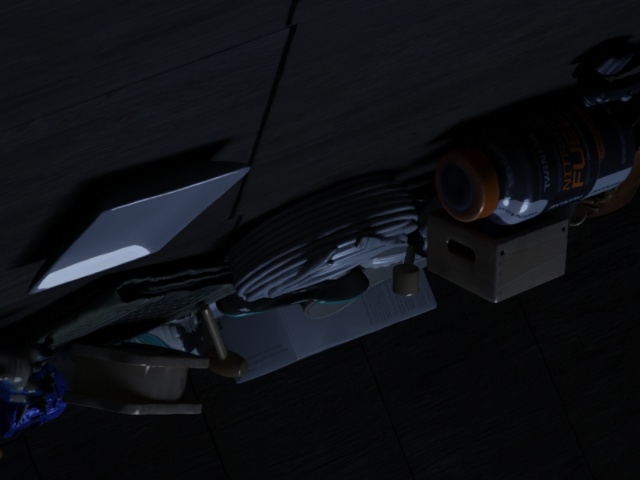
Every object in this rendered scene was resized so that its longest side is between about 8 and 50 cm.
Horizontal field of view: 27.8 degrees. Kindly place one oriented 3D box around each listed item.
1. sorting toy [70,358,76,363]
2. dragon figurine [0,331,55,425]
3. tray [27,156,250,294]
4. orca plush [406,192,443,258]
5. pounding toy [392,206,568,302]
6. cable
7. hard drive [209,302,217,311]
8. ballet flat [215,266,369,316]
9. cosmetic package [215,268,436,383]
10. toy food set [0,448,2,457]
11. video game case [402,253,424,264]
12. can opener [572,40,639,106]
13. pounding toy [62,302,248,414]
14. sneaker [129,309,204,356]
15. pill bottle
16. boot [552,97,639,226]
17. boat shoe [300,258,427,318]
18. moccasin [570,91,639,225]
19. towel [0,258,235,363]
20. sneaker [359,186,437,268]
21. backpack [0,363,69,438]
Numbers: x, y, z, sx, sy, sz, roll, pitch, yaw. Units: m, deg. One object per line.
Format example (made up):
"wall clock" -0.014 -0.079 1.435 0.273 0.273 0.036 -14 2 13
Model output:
"sorting toy" -0.292 0.189 2.062 0.046 0.132 0.274 -48 170 13
"dragon figurine" -0.393 0.159 1.520 0.144 0.085 0.289 2 164 -18
"tray" -0.175 -0.016 1.173 0.145 0.030 0.270 -18 172 -29
"orca plush" 0.212 -0.048 1.872 0.287 0.151 0.102 -45 -164 -33
"pounding toy" 0.176 0.001 1.639 0.206 0.094 0.181 -19 -149 -33
"cable" 0.000 0.000 1.662 0.257 0.089 0.257 -27 174 33
"hard drive" -0.040 0.043 2.081 0.319 0.040 0.210 -22 173 -6
"ballet flat" -0.028 0.049 1.895 0.281 0.095 0.096 -10 126 -40
"cosmetic package" 0.010 0.134 2.495 0.385 0.156 0.217 -19 174 -39
"toy food set" -0.541 0.275 1.834 0.111 0.104 0.232 -35 -164 -20
"video game case" 0.198 -0.028 2.142 0.157 0.019 0.143 -22 144 -2
"can opener" 0.341 -0.185 1.445 0.073 0.059 0.186 -28 171 35
"pounding toy" -0.232 0.150 1.750 0.154 0.154 0.269 8 178 33
"sneaker" -0.243 0.136 2.021 0.110 0.107 0.275 -4 170 5
"pill bottle" 0.257 -0.095 1.579 0.246 0.130 0.130 -19 173 -32
"boot" 0.351 -0.099 1.735 0.161 0.083 0.246 -28 -148 39
"boat shoe" 0.097 0.023 2.267 0.335 0.095 0.112 -29 151 16
"moccasin" 0.428 -0.110 2.009 0.147 0.139 0.380 -21 173 -7
"towel" -0.281 0.096 1.711 0.324 0.056 0.312 -24 171 30
"sneaker" 0.169 -0.033 1.944 0.272 0.100 0.108 -20 168 -20
"backpack" -0.469 0.256 2.101 0.120 0.098 0.101 -18 168 -34
